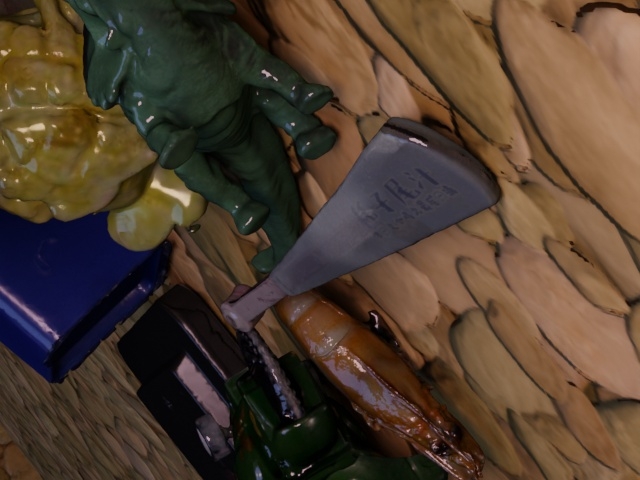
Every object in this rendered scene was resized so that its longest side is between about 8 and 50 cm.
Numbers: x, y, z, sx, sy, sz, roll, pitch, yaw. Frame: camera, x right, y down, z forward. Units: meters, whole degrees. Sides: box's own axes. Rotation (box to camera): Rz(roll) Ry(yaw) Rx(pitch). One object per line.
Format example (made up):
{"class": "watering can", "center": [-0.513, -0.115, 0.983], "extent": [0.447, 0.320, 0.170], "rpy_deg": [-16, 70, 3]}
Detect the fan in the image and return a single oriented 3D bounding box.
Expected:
{"class": "fan", "center": [0.000, 0.000, 0.751], "extent": [0.057, 0.023, 0.282], "rpy_deg": [32, 156, -12]}

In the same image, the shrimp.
{"class": "shrimp", "center": [0.028, 0.080, 0.874], "extent": [0.162, 0.045, 0.095], "rpy_deg": [43, 161, 19]}

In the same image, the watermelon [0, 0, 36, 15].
{"class": "watermelon", "center": [-0.220, -0.077, 0.911], "extent": [0.094, 0.241, 0.154], "rpy_deg": [-5, 135, 13]}

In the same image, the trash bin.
{"class": "trash bin", "center": [-0.228, -0.027, 1.123], "extent": [0.234, 0.162, 0.184], "rpy_deg": [44, 162, 7]}

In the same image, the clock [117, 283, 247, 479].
{"class": "clock", "center": [-0.059, 0.168, 1.251], "extent": [0.273, 0.049, 0.279], "rpy_deg": [52, 162, 1]}

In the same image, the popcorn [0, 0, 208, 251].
{"class": "popcorn", "center": [-0.135, -0.066, 0.842], "extent": [0.141, 0.135, 0.162], "rpy_deg": [11, 129, 39]}

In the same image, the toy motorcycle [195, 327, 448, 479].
{"class": "toy motorcycle", "center": [0.003, 0.161, 0.977], "extent": [0.187, 0.125, 0.274], "rpy_deg": [57, 168, 21]}

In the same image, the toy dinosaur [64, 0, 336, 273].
{"class": "toy dinosaur", "center": [-0.041, -0.050, 0.745], "extent": [0.120, 0.079, 0.292], "rpy_deg": [43, 174, 41]}
